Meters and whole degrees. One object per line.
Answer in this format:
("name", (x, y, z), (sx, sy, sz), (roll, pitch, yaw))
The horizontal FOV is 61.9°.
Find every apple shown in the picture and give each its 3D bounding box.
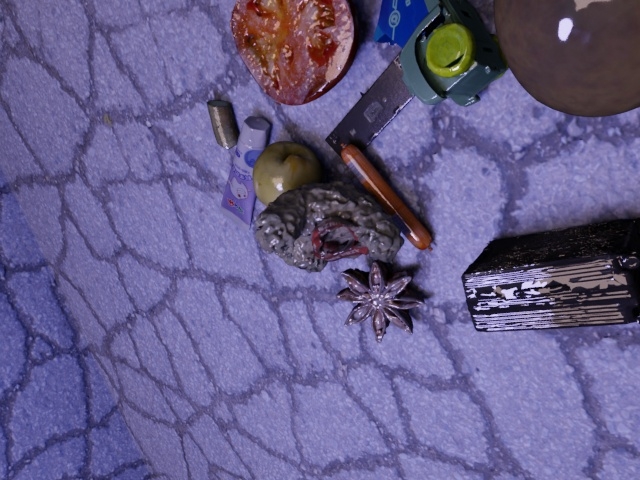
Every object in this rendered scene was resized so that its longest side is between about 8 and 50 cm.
("apple", (-0.092, -0.169, 1.420), (0.200, 0.200, 0.200), (15, 118, 30))

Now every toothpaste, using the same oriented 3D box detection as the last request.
("toothpaste", (-0.223, -0.192, 1.586), (0.125, 0.080, 0.371), (35, 134, 14))

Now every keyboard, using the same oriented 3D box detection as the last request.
("keyboard", (0.130, -0.317, 1.292), (0.106, 0.027, 0.317), (49, 130, 3))

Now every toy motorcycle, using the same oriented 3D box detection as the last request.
("toy motorcycle", (0.218, -0.425, 1.093), (0.200, 0.191, 0.327), (-40, 71, 40))

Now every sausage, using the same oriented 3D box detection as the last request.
("sausage", (0.164, -0.106, 1.329), (0.348, 0.053, 0.053), (50, 130, 1))

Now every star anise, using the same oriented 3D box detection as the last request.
("star anise", (0.160, 0.145, 1.427), (0.235, 0.109, 0.223), (25, 122, 8))

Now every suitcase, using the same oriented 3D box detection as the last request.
("suitcase", (0.481, 0.078, 1.080), (0.335, 0.229, 0.152), (-12, 102, 38))

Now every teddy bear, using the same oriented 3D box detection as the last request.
("teddy bear", (0.000, 0.000, 1.380), (0.368, 0.357, 0.225), (110, 160, -60))

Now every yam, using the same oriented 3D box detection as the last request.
("yam", (-0.284, -0.340, 1.558), (0.069, 0.069, 0.147), (-1, 110, 36))

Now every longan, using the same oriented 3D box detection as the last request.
("longan", (0.385, -0.328, 0.709), (0.318, 0.319, 0.319), (15, 118, 30))

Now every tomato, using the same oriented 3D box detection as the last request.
("tomato", (-0.035, -0.494, 1.258), (0.338, 0.143, 0.339), (11, 112, 29))
